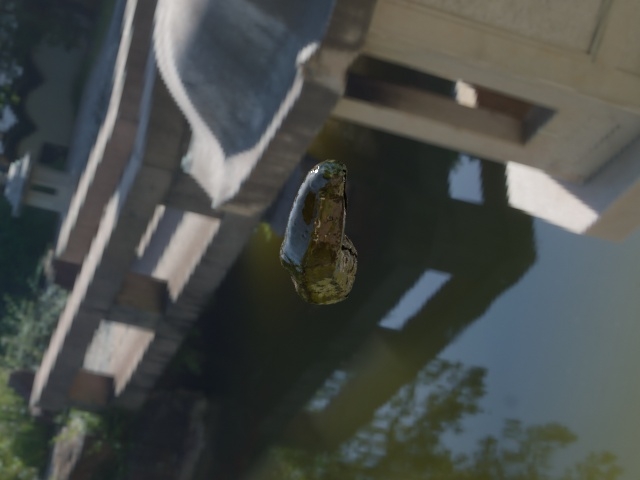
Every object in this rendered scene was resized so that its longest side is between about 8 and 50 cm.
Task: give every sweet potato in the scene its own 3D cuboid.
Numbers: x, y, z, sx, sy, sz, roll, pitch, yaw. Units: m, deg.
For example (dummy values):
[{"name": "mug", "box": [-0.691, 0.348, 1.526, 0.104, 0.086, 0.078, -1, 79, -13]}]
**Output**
[{"name": "sweet potato", "box": [-0.001, 0.005, 1.006, 0.233, 0.062, 0.081, 84, -161, -70]}]
